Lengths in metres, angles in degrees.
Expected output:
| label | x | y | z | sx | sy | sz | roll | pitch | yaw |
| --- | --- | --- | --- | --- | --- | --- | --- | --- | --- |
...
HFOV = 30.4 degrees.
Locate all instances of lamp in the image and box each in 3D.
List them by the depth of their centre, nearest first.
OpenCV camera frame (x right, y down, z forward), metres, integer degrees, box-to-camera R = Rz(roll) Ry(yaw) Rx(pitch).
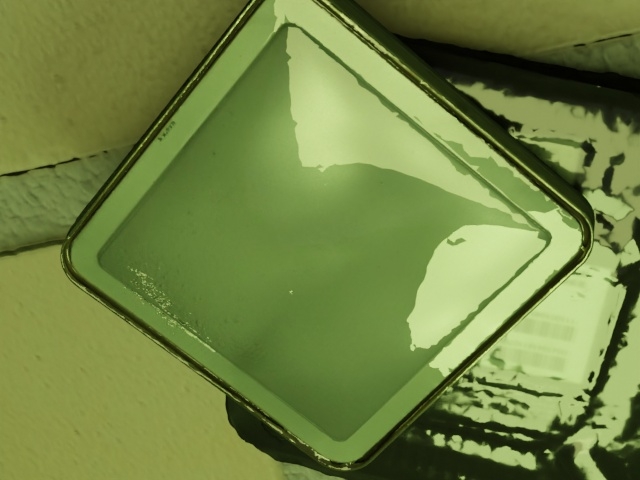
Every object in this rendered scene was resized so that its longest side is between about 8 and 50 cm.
| label | x | y | z | sx | sy | sz | roll | pitch | yaw |
| --- | --- | --- | --- | --- | --- | --- | --- | --- | --- |
| lamp | 0.000 | 0.000 | 0.773 | 0.266 | 0.047 | 0.269 | 39 | 115 | -9 |

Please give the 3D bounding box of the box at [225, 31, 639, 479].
| label | x | y | z | sx | sy | sz | roll | pitch | yaw |
| --- | --- | --- | --- | --- | --- | --- | --- | --- | --- |
| box | 0.113 | 0.035 | 0.849 | 0.359 | 0.091 | 0.350 | 11 | 118 | 3 |
